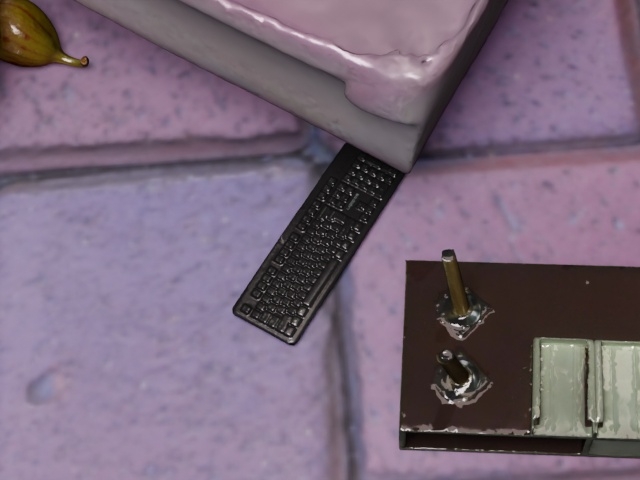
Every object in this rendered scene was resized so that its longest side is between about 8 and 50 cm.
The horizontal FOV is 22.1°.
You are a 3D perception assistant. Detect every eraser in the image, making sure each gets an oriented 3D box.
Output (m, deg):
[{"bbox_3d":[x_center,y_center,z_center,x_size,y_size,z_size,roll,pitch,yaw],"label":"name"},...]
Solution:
[{"bbox_3d":[-0.034,-0.246,1.071,0.359,0.122,0.272,29,70,8],"label":"eraser"}]

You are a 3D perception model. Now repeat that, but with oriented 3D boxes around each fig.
[{"bbox_3d":[-0.205,-0.144,1.188,0.083,0.050,0.050,27,68,2],"label":"fig"}]

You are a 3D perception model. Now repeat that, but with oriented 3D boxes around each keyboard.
[{"bbox_3d":[0.000,0.000,1.130,0.053,0.010,0.155,27,69,15],"label":"keyboard"}]

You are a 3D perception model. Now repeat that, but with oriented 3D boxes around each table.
[{"bbox_3d":[0.171,0.065,1.038,0.240,0.111,0.121,1,66,3],"label":"table"}]
